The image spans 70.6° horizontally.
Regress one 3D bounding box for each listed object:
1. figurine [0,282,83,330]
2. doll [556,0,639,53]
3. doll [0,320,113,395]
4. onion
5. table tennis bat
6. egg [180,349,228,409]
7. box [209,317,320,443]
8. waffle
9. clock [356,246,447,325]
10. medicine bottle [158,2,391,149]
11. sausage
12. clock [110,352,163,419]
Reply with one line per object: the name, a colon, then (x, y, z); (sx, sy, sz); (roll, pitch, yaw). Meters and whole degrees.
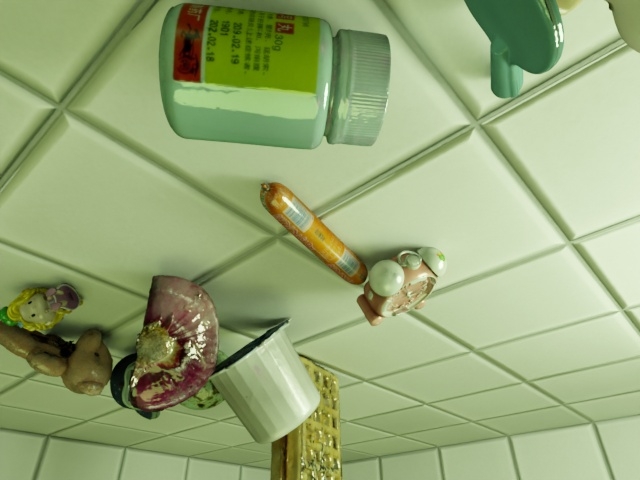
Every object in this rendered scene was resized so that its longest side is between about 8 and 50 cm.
figurine: (-0.608, 0.151, 0.996); (0.156, 0.094, 0.115); (-25, 163, 3)
doll: (0.283, -0.244, 0.306); (0.208, 0.144, 0.271); (37, 173, -4)
doll: (-0.654, 0.263, 1.140); (0.303, 0.156, 0.201); (41, 172, -20)
onion: (-0.300, 0.221, 0.980); (0.159, 0.267, 0.349); (11, 167, -13)
table tennis bat: (0.190, -0.214, 0.462); (0.038, 0.149, 0.237); (-38, 156, 11)
egg: (-0.339, 0.384, 1.262); (0.231, 0.169, 0.169); (-18, 143, 39)
box: (-0.117, 0.331, 1.037); (0.262, 0.206, 0.291); (-34, 178, -12)
waffle: (-0.036, 0.562, 1.341); (0.114, 0.376, 0.261); (-19, 143, 23)
clock: (0.155, 0.079, 0.890); (0.166, 0.092, 0.162); (-15, 147, -23)
medicine bottle: (-0.048, -0.173, 0.495); (0.226, 0.139, 0.139); (4, 145, -6)
sausage: (0.000, 0.000, 0.817); (0.053, 0.053, 0.348); (-20, 141, 25)
clock: (-0.494, 0.385, 1.244); (0.147, 0.199, 0.243); (3, 166, -29)
